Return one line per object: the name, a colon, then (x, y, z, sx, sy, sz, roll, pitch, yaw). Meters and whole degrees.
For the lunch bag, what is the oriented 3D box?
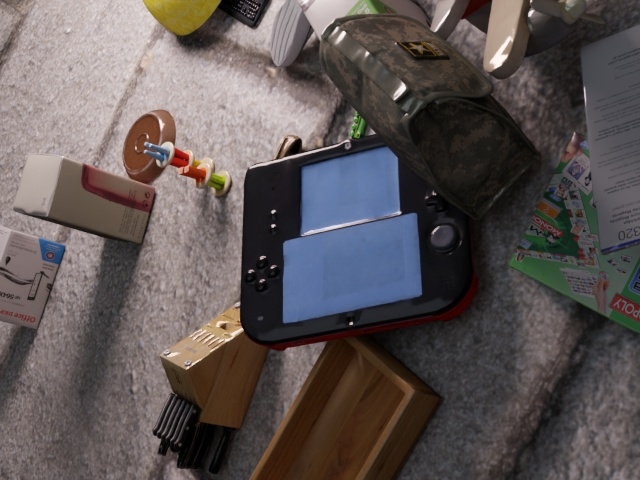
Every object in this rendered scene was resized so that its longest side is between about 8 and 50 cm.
lunch bag: (0.147, -0.196, 1.589, 0.169, 0.287, 0.235, -47, 51, 8)

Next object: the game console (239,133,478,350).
game console: (0.051, -0.012, 1.752, 0.387, 0.060, 0.342, -12, 65, 21)

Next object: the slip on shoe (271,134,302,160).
slip on shoe: (-0.066, -0.126, 2.013, 0.041, 0.051, 0.135, 6, 72, 49)

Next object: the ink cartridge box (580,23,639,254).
ink cartridge box: (0.493, -0.156, 1.390, 0.324, 0.071, 0.330, -18, 57, 33)

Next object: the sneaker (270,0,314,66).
sneaker: (-0.013, -0.419, 2.047, 0.258, 0.091, 0.094, -59, 44, 43)

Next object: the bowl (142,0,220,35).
bowl: (-0.304, -0.589, 2.330, 0.289, 0.156, 0.289, -31, 49, 43)

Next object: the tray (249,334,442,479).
tray: (0.008, 0.358, 1.733, 0.203, 0.076, 0.410, 39, 104, 46)

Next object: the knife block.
knife block: (-0.173, 0.272, 1.960, 0.276, 0.242, 0.088, -34, 33, -29)

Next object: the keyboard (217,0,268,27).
keyboard: (-0.171, -0.508, 2.277, 0.192, 0.038, 0.100, 38, 103, 46)

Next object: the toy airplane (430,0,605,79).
toy airplane: (0.315, -0.422, 1.614, 0.384, 0.273, 0.386, -89, 17, -78)

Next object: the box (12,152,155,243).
box: (-0.482, -0.085, 2.288, 0.149, 0.232, 0.126, 8, 82, 47)

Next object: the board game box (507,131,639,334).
board game box: (0.414, 0.002, 1.469, 0.317, 0.046, 0.213, 32, 99, 47)

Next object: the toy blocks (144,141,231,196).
toy blocks: (-0.259, -0.143, 2.144, 0.123, 0.148, 0.054, 38, 103, 47)

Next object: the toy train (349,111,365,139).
toy train: (0.064, -0.185, 1.925, 0.024, 0.017, 0.083, 12, 83, 38)

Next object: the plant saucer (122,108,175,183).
plant saucer: (-0.371, -0.203, 2.371, 0.168, 0.029, 0.168, -19, 63, 41)

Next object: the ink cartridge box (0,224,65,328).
ink cartridge box: (-0.678, 0.082, 2.489, 0.086, 0.148, 0.203, 15, 87, 46)

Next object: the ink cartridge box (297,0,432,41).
ink cartridge box: (0.076, -0.372, 1.848, 0.115, 0.198, 0.272, -46, 48, 24)
